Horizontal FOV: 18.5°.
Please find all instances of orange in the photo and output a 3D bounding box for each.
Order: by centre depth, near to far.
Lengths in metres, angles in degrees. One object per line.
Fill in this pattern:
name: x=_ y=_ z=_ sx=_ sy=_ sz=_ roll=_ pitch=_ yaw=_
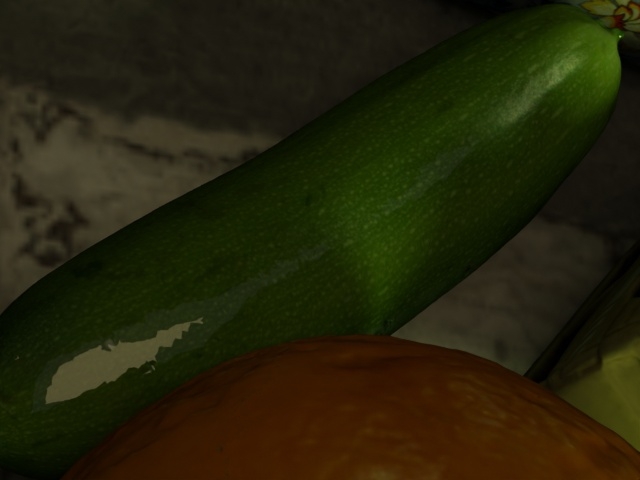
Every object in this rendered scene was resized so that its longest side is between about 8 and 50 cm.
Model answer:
orange: x=0.014 y=0.152 z=0.562 sx=0.246 sy=0.246 sz=0.246 roll=7 pitch=71 yaw=-22

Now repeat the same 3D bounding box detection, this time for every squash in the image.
squash: x=-0.001 y=0.002 z=0.694 sx=0.292 sy=0.082 sz=0.082 roll=-32 pitch=89 yaw=-29

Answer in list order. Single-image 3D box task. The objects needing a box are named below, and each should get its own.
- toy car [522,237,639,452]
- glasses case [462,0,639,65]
toy car: x=0.154 y=0.033 z=0.730 sx=0.101 sy=0.124 sz=0.256 roll=53 pitch=37 yaw=-3
glasses case: x=0.105 y=-0.121 z=0.778 sx=0.248 sy=0.087 sz=0.065 roll=20 pitch=63 yaw=-18
